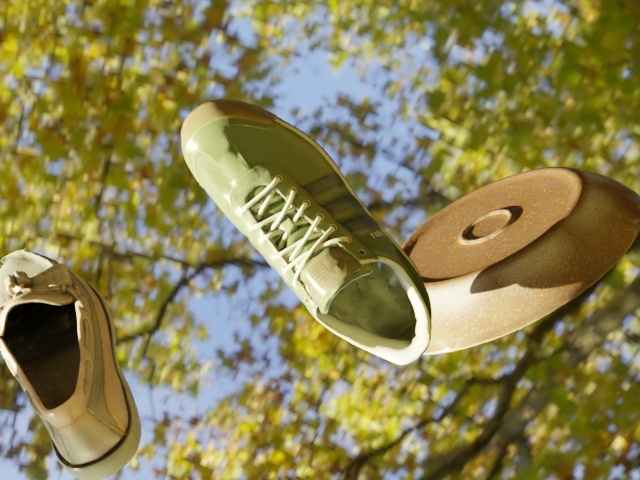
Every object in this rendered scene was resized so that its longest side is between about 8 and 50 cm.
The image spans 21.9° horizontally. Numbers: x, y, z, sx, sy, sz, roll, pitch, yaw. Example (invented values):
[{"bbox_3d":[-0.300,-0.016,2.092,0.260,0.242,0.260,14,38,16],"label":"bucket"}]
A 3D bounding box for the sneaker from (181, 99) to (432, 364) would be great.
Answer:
[{"bbox_3d":[0.000,0.000,0.943,0.192,0.064,0.086,43,-168,-25],"label":"sneaker"}]

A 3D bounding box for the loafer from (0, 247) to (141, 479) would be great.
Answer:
[{"bbox_3d":[-0.102,0.037,0.629,0.045,0.039,0.125,-33,-137,-2],"label":"loafer"}]

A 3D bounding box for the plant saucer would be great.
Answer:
[{"bbox_3d":[0.118,0.003,1.103,0.198,0.198,0.036,-43,-67,-36],"label":"plant saucer"}]
